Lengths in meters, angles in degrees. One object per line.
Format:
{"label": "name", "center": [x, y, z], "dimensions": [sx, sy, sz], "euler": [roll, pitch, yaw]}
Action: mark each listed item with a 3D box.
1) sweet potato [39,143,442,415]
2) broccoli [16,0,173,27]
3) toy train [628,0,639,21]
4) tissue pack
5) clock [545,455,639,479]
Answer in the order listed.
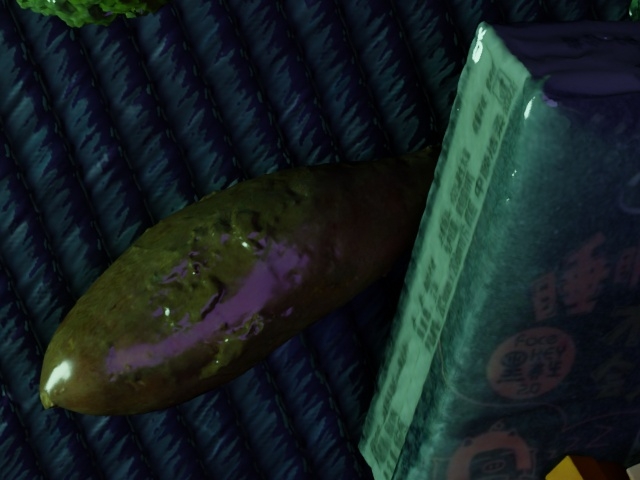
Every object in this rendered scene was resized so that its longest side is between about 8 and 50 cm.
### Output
{"label": "sweet potato", "center": [0.000, 0.000, 1.164], "dimensions": [0.385, 0.109, 0.109], "euler": [-26, 106, -13]}
{"label": "broccoli", "center": [-0.085, -0.283, 1.053], "dimensions": [0.302, 0.186, 0.254], "euler": [-46, 143, -22]}
{"label": "toy train", "center": [0.284, -0.221, 1.177], "dimensions": [0.194, 0.120, 0.298], "euler": [-9, 103, -7]}
{"label": "tissue pack", "center": [0.168, 0.025, 1.138], "dimensions": [0.228, 0.103, 0.315], "euler": [-2, 126, -24]}
{"label": "clock", "center": [0.177, 0.245, 1.189], "dimensions": [0.220, 0.106, 0.255], "euler": [-23, 139, -8]}
